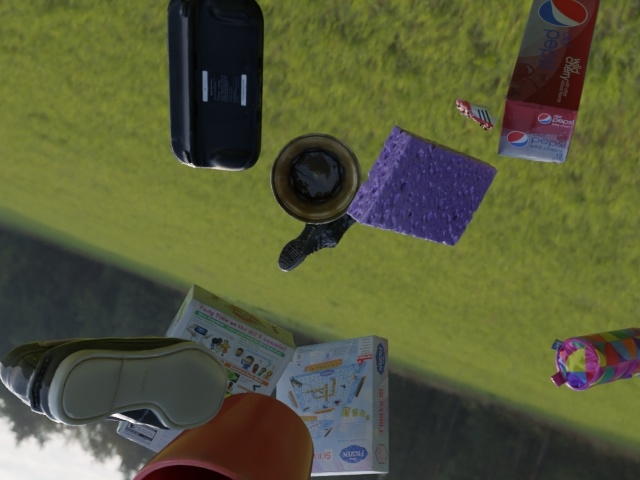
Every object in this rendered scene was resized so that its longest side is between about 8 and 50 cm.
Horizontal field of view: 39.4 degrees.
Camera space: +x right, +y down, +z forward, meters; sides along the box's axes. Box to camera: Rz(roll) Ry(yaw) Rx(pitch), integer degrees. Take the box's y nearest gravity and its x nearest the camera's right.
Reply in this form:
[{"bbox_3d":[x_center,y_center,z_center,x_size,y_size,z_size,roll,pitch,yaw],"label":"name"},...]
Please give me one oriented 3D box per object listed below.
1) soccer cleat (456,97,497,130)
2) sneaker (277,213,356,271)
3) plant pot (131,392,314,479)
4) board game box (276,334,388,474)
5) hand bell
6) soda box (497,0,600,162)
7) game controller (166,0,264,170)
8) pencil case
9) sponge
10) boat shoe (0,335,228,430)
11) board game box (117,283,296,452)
[{"bbox_3d":[0.274,-0.227,1.565,0.083,0.036,0.029,35,165,-9],"label":"soccer cleat"},{"bbox_3d":[-0.002,-0.001,1.696,0.089,0.170,0.051,26,-166,-48],"label":"sneaker"},{"bbox_3d":[-0.136,0.386,1.408,0.274,0.275,0.243,19,-153,8],"label":"plant pot"},{"bbox_3d":[0.024,0.410,2.182,0.318,0.318,0.065,-14,156,39],"label":"board game box"},{"bbox_3d":[-0.004,-0.108,1.340,0.126,0.126,0.242,20,-169,-3],"label":"hand bell"},{"bbox_3d":[0.285,-0.217,1.093,0.083,0.263,0.092,12,142,13],"label":"soda box"},{"bbox_3d":[-0.182,-0.271,1.552,0.166,0.319,0.067,4,-152,0],"label":"game controller"},{"bbox_3d":[0.526,0.216,1.646,0.236,0.105,0.104,-1,-172,-40],"label":"pencil case"},{"bbox_3d":[0.130,-0.061,1.088,0.031,0.117,0.210,38,-164,36],"label":"sponge"},{"bbox_3d":[-0.223,0.156,1.033,0.095,0.112,0.335,15,177,26],"label":"boat shoe"},{"bbox_3d":[-0.217,0.271,1.708,0.224,0.303,0.097,29,-171,-12],"label":"board game box"}]
